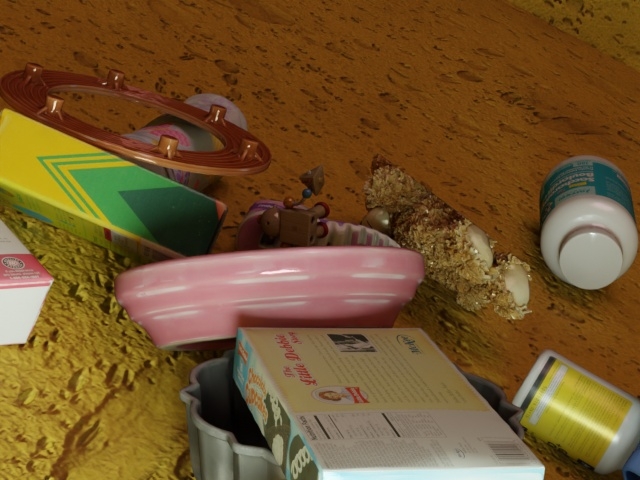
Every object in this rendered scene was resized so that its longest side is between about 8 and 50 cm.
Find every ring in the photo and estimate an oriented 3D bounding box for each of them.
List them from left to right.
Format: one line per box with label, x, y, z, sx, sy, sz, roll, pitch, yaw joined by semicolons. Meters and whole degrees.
ring;-0.216;-0.152;1.833;0.336;0.032;0.336;16;15;-4

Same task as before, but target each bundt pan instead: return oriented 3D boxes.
bundt pan;0.025;0.209;1.475;0.331;0.124;0.331;6;16;-2

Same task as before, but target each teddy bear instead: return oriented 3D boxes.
teddy bear;0.150;0.004;2.037;0.338;0.113;0.245;39;2;38

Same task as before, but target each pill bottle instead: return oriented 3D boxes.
pill bottle;0.406;-0.022;2.332;0.146;0.146;0.264;23;24;-3
pill bottle;0.323;0.215;1.834;0.184;0.103;0.103;30;25;11

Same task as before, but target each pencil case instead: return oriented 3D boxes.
pencil case;-0.193;-0.113;2.003;0.124;0.113;0.273;11;21;15

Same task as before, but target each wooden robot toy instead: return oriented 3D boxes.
wooden robot toy;-0.038;-0.013;1.895;0.079;0.173;0.076;10;14;21

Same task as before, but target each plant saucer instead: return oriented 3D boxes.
plant saucer;-0.052;0.067;1.637;0.332;0.084;0.332;-4;-6;0

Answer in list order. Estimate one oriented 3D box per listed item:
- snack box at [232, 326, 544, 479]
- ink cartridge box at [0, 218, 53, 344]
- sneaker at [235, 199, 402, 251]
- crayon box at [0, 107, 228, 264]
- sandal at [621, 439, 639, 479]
snack box;0.047;0.155;1.340;0.187;0.060;0.322;2;17;-15
ink cartridge box;-0.404;0.015;1.576;0.158;0.092;0.218;-2;37;-46
sneaker;0.000;0.000;1.989;0.236;0.095;0.104;16;18;-16
crayon box;-0.268;-0.054;1.739;0.318;0.081;0.202;23;-10;-4
sandal;0.399;0.251;1.710;0.138;0.126;0.317;1;63;-14
